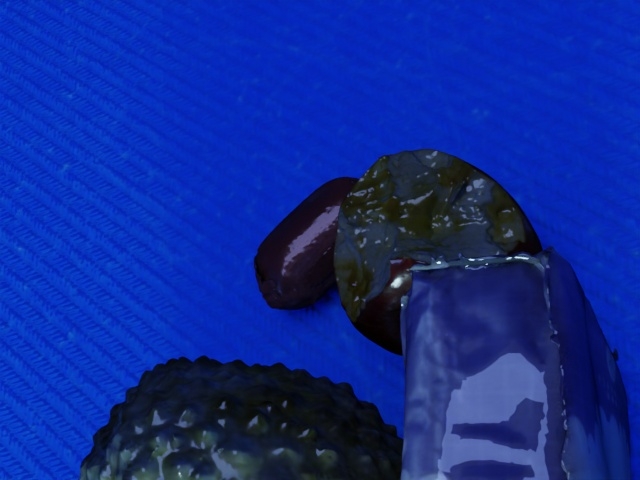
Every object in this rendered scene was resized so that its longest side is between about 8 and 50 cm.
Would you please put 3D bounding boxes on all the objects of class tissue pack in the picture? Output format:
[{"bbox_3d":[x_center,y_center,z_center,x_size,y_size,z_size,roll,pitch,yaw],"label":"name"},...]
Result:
[{"bbox_3d":[0.130,0.207,0.708,0.125,0.242,0.343,-7,63,20],"label":"tissue pack"}]

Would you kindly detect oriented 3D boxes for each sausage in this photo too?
[{"bbox_3d":[0.000,0.000,0.979,0.141,0.076,0.076,-42,55,4],"label":"sausage"}]

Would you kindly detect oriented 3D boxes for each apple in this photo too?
[{"bbox_3d":[0.093,0.011,0.884,0.156,0.147,0.158,-28,38,24],"label":"apple"}]

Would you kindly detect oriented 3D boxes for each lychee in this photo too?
[{"bbox_3d":[-0.047,0.208,0.791,0.255,0.274,0.255,-30,41,29],"label":"lychee"}]
